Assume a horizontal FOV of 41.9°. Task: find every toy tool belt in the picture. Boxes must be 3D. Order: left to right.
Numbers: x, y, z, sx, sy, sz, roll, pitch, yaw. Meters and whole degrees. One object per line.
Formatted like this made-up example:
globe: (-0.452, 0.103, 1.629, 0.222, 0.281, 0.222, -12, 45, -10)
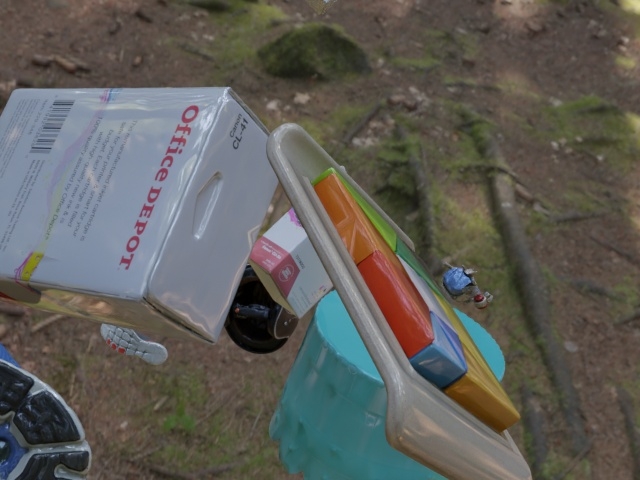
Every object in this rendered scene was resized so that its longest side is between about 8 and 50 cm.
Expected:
toy tool belt: (0.206, 0.063, 1.204, 0.052, 0.051, 0.083, -36, 31, -8)

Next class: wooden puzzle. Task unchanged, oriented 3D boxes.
wooden puzzle: (0.063, 0.049, 0.567, 0.221, 0.044, 0.238, 41, 21, -49)

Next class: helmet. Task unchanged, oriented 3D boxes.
helmet: (-0.113, 0.126, 1.583, 0.170, 0.161, 0.169, -3, 72, 8)

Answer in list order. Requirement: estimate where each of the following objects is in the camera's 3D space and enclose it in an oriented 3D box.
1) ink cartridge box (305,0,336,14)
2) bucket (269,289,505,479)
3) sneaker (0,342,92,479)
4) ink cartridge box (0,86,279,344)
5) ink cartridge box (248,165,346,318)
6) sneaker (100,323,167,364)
ink cartridge box: (-0.012, -0.498, 1.528, 0.135, 0.056, 0.099, 42, 75, -3)
bucket: (0.088, 0.191, 1.045, 0.281, 0.183, 0.281, 13, 25, -6)
sneaker: (-0.300, 0.079, 0.560, 0.330, 0.147, 0.130, 43, 69, -2)
ink cartridge box: (-0.219, -0.033, 0.861, 0.306, 0.131, 0.226, 8, 68, 31)
ink cartridge box: (0.000, 0.000, 1.197, 0.198, 0.115, 0.067, -45, 47, -16)
sneaker: (-0.412, 0.224, 1.832, 0.158, 0.065, 0.061, 34, 84, -14)
